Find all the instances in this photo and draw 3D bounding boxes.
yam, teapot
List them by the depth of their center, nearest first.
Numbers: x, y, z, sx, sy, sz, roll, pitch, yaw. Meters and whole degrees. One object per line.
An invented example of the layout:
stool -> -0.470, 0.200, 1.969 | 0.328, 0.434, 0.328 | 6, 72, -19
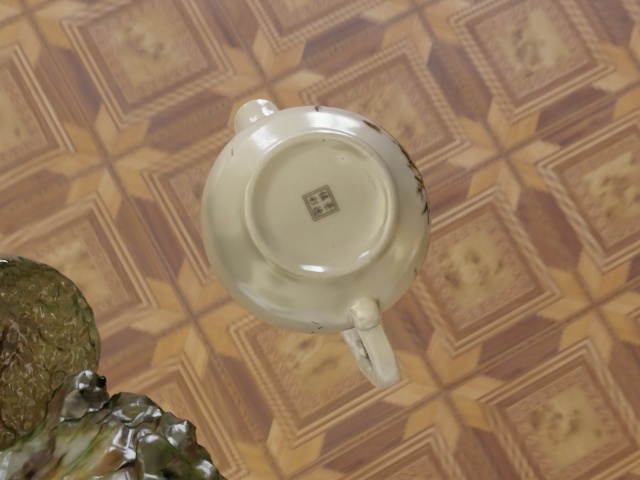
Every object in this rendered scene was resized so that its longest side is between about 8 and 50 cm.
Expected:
yam -> -0.336, 0.096, 1.047 | 0.300, 0.195, 0.195 | 6, 72, 40
teapot -> 0.000, 0.000, 1.147 | 0.208, 0.166, 0.299 | -21, 92, -20

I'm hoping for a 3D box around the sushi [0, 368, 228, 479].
sushi -> -0.161, 0.259, 0.688 | 0.352, 0.294, 0.178 | -46, 115, -21
